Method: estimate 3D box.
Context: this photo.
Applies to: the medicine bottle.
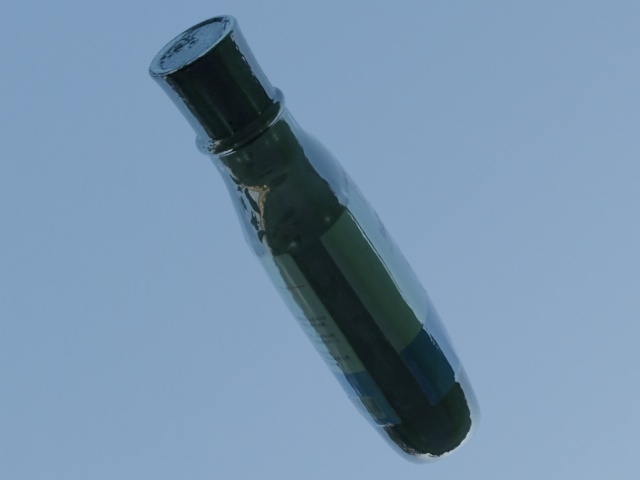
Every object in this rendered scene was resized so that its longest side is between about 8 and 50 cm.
[{"bbox_3d":[0.000,0.000,0.790,0.053,0.090,0.208,-30,-65,6],"label":"medicine bottle"}]
